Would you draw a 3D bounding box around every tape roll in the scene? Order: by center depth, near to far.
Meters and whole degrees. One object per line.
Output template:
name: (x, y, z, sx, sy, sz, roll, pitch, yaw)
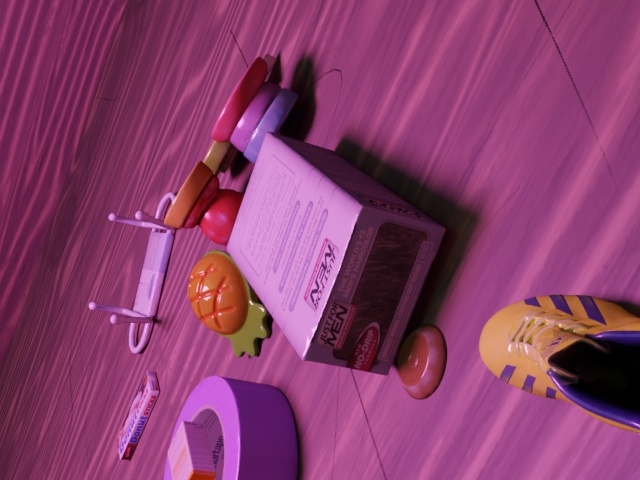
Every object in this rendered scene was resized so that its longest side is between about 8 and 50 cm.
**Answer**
tape roll: (-0.133, 0.333, 1.277, 0.275, 0.090, 0.274, -37, 46, 51)

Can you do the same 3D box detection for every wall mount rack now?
wall mount rack: (-0.378, 0.058, 1.852, 0.304, 0.131, 0.349, 3, 81, 63)

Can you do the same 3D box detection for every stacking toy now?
stacking toy: (-0.116, -0.153, 1.531, 0.309, 0.130, 0.279, -57, 5, 27)

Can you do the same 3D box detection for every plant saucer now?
plant saucer: (0.106, 0.131, 0.989, 0.083, 0.015, 0.083, -38, 45, 51)

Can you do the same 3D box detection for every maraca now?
maraca: (-0.141, 0.097, 1.410, 0.185, 0.099, 0.127, 50, 128, 28)

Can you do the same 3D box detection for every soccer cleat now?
soccer cleat: (0.202, 0.087, 0.702, 0.289, 0.121, 0.093, 11, 87, 64)

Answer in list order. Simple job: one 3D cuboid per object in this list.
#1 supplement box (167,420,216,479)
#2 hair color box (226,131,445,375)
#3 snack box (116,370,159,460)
supplement box: (-0.175, 0.302, 1.231, 0.062, 0.036, 0.098, -63, 29, 25)
hair color box: (0.000, 0.000, 1.143, 0.185, 0.114, 0.374, -70, 24, 12)
snack box: (-0.361, 0.347, 1.793, 0.178, 0.022, 0.064, -64, 30, 21)
